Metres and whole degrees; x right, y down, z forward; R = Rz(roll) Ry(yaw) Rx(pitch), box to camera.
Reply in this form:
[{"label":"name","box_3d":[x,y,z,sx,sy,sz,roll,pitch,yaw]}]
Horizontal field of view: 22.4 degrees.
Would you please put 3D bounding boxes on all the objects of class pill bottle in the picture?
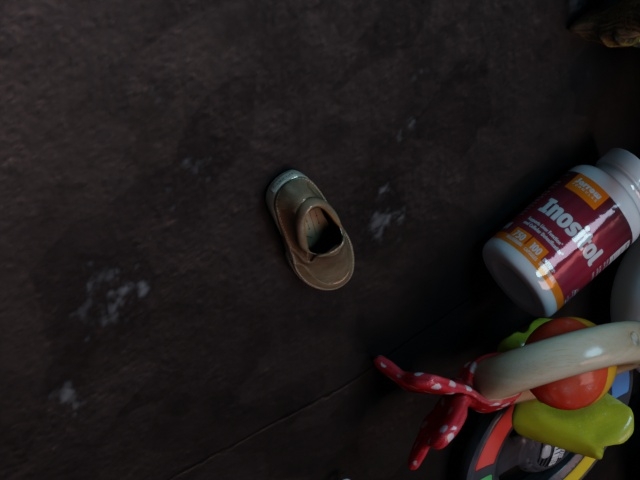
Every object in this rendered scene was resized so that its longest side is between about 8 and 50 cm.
[{"label":"pill bottle","box_3d":[0.221,-0.010,1.406,0.152,0.086,0.086,-41,141,-13]}]

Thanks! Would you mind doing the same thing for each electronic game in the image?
[{"label":"electronic game","box_3d":[0.226,0.191,1.607,0.229,0.048,0.229,-26,137,-28]}]

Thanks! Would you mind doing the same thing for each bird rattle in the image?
[{"label":"bird rattle","box_3d":[0.184,0.108,1.400,0.253,0.143,0.207,9,152,-42]}]

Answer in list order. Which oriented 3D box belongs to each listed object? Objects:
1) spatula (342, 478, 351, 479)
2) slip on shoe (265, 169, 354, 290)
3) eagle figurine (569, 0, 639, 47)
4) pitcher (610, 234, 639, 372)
[{"label":"spatula","box_3d":[-0.045,0.320,1.473,0.168,0.019,0.242,-12,127,-32]},{"label":"slip on shoe","box_3d":[0.000,0.000,1.229,0.051,0.041,0.135,-39,141,-14]},{"label":"eagle figurine","box_3d":[0.353,-0.116,1.327,0.298,0.226,0.225,30,124,-24]},{"label":"pitcher","box_3d":[0.337,0.044,1.508,0.178,0.125,0.207,-68,163,-53]}]
